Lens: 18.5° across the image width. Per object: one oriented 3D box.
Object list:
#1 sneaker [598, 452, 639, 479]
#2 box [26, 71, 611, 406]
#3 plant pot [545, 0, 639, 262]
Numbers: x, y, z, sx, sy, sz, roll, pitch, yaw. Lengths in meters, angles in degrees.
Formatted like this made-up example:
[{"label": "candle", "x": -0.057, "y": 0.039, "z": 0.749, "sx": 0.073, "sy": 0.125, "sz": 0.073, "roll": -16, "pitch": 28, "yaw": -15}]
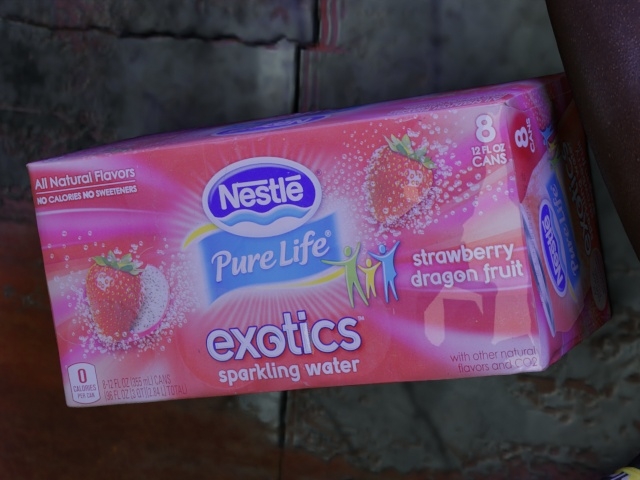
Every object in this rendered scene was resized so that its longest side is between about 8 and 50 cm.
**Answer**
[{"label": "sneaker", "x": 0.164, "y": 0.208, "z": 1.109, "sx": 0.385, "sy": 0.147, "sz": 0.145, "roll": -33, "pitch": 85, "yaw": 24}, {"label": "box", "x": 0.000, "y": 0.000, "z": 1.141, "sx": 0.300, "sy": 0.142, "sz": 0.154, "roll": -5, "pitch": 97, "yaw": 24}, {"label": "plant pot", "x": 0.213, "y": -0.095, "z": 1.012, "sx": 0.215, "sy": 0.215, "sz": 0.230, "roll": -42, "pitch": 68, "yaw": 24}]
